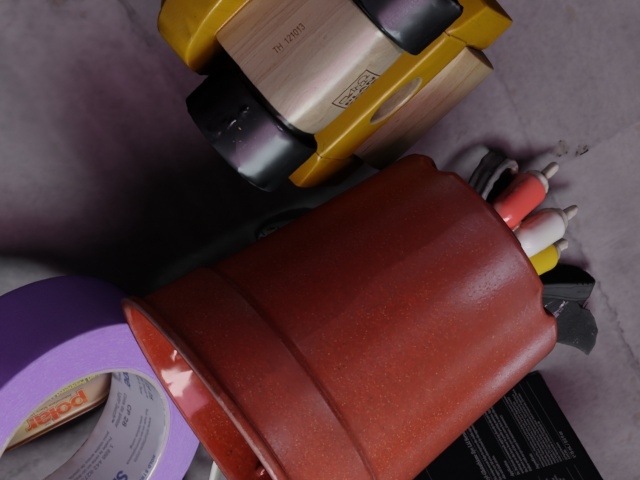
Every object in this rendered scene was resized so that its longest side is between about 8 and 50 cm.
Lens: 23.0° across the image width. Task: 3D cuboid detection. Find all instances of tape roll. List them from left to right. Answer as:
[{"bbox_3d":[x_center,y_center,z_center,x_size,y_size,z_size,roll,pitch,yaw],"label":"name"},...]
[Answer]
[{"bbox_3d":[-0.232,0.170,1.365,0.275,0.090,0.274,-28,135,-32],"label":"tape roll"}]

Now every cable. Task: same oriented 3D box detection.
[{"bbox_3d":[0.137,0.026,1.432,0.287,0.072,0.139,-44,133,-35],"label":"cable"}]

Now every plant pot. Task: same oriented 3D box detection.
[{"bbox_3d":[0.026,0.082,1.254,0.265,0.272,0.272,-36,134,-14],"label":"plant pot"}]

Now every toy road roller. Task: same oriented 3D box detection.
[{"bbox_3d":[-0.013,-0.189,1.219,0.202,0.240,0.329,-42,168,14],"label":"toy road roller"}]

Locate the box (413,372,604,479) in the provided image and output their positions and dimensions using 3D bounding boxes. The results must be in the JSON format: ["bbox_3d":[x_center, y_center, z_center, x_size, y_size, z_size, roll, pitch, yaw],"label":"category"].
[{"bbox_3d":[0.190,0.276,1.603,0.184,0.261,0.103,-13,131,-11],"label":"box"}]

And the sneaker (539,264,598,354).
[{"bbox_3d":[0.216,0.069,1.586,0.170,0.051,0.089,5,121,-29],"label":"sneaker"}]

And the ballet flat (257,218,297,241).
[{"bbox_3d":[0.000,0.000,1.450,0.114,0.041,0.041,-5,129,-18],"label":"ballet flat"}]

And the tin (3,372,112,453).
[{"bbox_3d":[-0.274,0.134,1.451,0.190,0.040,0.106,-27,128,-1],"label":"tin"}]

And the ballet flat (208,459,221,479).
[{"bbox_3d":[-0.018,0.261,1.575,0.182,0.164,0.482,-7,144,8],"label":"ballet flat"}]
